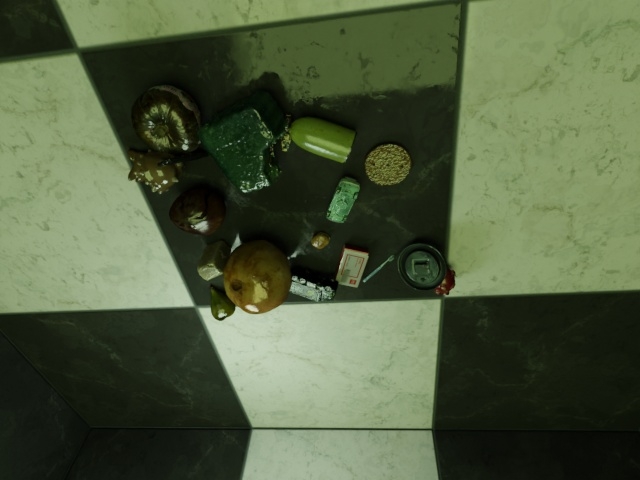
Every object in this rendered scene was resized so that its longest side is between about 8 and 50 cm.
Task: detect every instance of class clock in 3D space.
[{"bbox_3d":[0.464,0.116,1.857,0.225,0.049,0.226,10,111,29],"label":"clock"}]

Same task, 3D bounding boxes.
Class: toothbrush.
[{"bbox_3d":[0.281,0.139,1.978,0.016,0.019,0.219,30,125,-24],"label":"toothbrush"}]

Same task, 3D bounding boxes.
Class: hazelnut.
[{"bbox_3d":[-0.516,-0.111,1.737,0.233,0.218,0.218,-16,125,14],"label":"hazelnut"}]

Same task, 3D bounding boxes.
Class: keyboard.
[{"bbox_3d":[-0.527,-0.314,1.571,0.072,0.231,0.023,-13,102,25],"label":"keyboard"}]

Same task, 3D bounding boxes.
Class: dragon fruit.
[{"bbox_3d":[0.569,0.177,1.916,0.133,0.136,0.166,-22,104,32],"label":"dragon fruit"}]

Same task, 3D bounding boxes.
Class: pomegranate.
[{"bbox_3d":[-0.277,0.166,1.885,0.337,0.338,0.338,3,129,3],"label":"pomegranate"}]

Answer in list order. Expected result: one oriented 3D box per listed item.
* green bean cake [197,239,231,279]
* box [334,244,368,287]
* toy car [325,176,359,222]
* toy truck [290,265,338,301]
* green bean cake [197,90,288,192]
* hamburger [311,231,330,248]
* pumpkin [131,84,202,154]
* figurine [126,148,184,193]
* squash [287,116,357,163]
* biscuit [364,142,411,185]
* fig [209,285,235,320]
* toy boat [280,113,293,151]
[{"bbox_3d":[-0.497,0.089,1.910,0.109,0.179,0.085,-19,125,23],"label":"green bean cake"},{"bbox_3d":[0.148,0.122,1.957,0.122,0.050,0.230,12,129,-4],"label":"box"},{"bbox_3d":[0.092,-0.171,1.714,0.090,0.076,0.224,15,136,-8],"label":"toy car"},{"bbox_3d":[-0.047,0.217,1.999,0.258,0.088,0.121,18,128,7],"label":"toy truck"},{"bbox_3d":[-0.250,-0.359,1.520,0.300,0.169,0.308,-15,123,28],"label":"green bean cake"},{"bbox_3d":[0.000,0.000,1.879,0.076,0.044,0.083,35,126,-20],"label":"hamburger"},{"bbox_3d":[-0.566,-0.428,1.499,0.260,0.189,0.260,4,129,5],"label":"pumpkin"},{"bbox_3d":[-0.672,-0.278,1.638,0.247,0.173,0.177,2,129,3],"label":"figurine"},{"bbox_3d":[0.001,-0.386,1.519,0.246,0.133,0.133,20,128,-8],"label":"squash"},{"bbox_3d":[0.268,-0.302,1.624,0.187,0.027,0.188,3,127,3],"label":"biscuit"},{"bbox_3d":[-0.539,0.340,2.151,0.132,0.127,0.185,-19,129,36],"label":"fig"},{"bbox_3d":[-0.130,-0.412,1.559,0.047,0.049,0.149,9,129,-3],"label":"toy boat"}]
